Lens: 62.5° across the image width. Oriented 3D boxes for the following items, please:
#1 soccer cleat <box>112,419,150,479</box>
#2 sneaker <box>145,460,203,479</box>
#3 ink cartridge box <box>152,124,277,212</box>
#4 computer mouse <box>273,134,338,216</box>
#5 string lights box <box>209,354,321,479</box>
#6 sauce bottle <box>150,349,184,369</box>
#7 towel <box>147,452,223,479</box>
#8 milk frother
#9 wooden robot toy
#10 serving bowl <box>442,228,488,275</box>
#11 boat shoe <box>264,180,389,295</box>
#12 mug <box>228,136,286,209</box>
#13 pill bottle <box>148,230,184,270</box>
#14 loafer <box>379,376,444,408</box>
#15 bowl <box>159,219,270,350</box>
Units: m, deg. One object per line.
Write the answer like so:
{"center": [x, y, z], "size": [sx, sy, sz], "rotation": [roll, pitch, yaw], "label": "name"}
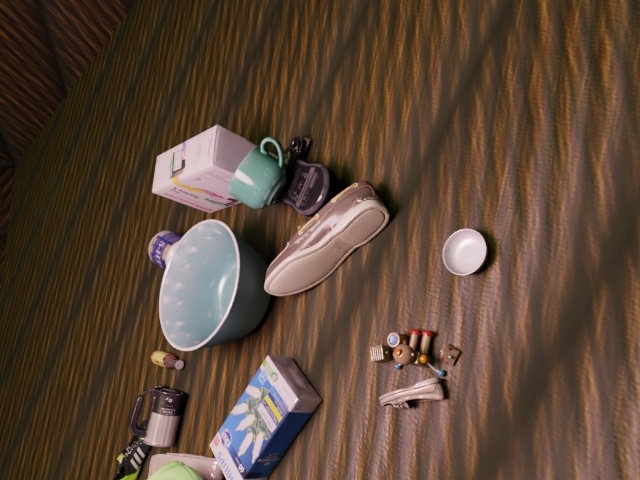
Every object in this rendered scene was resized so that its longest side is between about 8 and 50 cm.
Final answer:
{"center": [-0.510, 0.578, 1.438], "size": [0.060, 0.072, 0.179], "rotation": [15, 85, 46], "label": "soccer cleat"}
{"center": [-0.348, 0.714, 1.097], "size": [0.185, 0.202, 0.484], "rotation": [-1, 91, 40], "label": "sneaker"}
{"center": [-0.284, -0.178, 1.404], "size": [0.278, 0.201, 0.117], "rotation": [-13, 66, 41], "label": "ink cartridge box"}
{"center": [-0.025, -0.132, 1.239], "size": [0.189, 0.072, 0.272], "rotation": [-63, 32, 9], "label": "computer mouse"}
{"center": [-0.121, 0.390, 1.125], "size": [0.133, 0.076, 0.260], "rotation": [44, 107, 42], "label": "string lights box"}
{"center": [-0.425, 0.334, 1.468], "size": [0.128, 0.042, 0.042], "rotation": [0, 75, 46], "label": "sauce bottle"}
{"center": [-0.330, 0.616, 1.269], "size": [0.282, 0.049, 0.187], "rotation": [-13, 68, 40], "label": "towel"}
{"center": [-0.428, 0.458, 1.400], "size": [0.143, 0.129, 0.135], "rotation": [111, 171, -80], "label": "milk frother"}
{"center": [0.151, 0.191, 0.932], "size": [0.173, 0.079, 0.077], "rotation": [-3, 73, 43], "label": "wooden robot toy"}
{"center": [0.258, 0.023, 0.927], "size": [0.083, 0.027, 0.084], "rotation": [-18, 62, 39], "label": "serving bowl"}
{"center": [0.000, 0.000, 1.129], "size": [0.324, 0.116, 0.097], "rotation": [-40, 46, 22], "label": "boat shoe"}
{"center": [-0.135, -0.145, 1.221], "size": [0.130, 0.097, 0.158], "rotation": [-55, -2, -36], "label": "mug"}
{"center": [-0.401, 0.044, 1.502], "size": [0.186, 0.112, 0.112], "rotation": [19, 89, 46], "label": "pill bottle"}
{"center": [0.158, 0.275, 0.922], "size": [0.125, 0.045, 0.039], "rotation": [-30, 62, 30], "label": "loafer"}
{"center": [-0.237, 0.119, 1.277], "size": [0.311, 0.163, 0.312], "rotation": [-17, 64, 39], "label": "bowl"}
